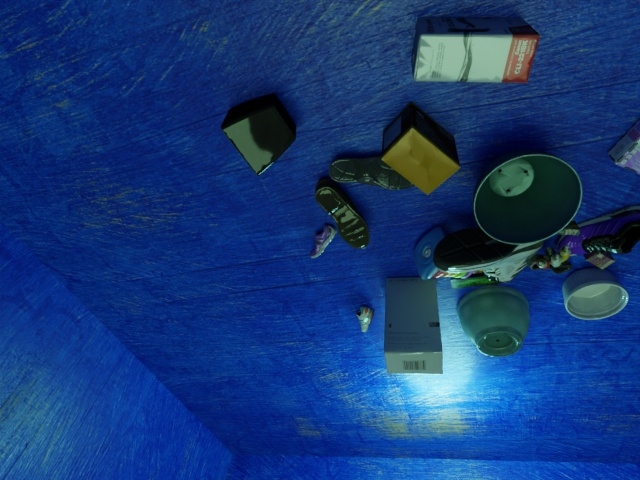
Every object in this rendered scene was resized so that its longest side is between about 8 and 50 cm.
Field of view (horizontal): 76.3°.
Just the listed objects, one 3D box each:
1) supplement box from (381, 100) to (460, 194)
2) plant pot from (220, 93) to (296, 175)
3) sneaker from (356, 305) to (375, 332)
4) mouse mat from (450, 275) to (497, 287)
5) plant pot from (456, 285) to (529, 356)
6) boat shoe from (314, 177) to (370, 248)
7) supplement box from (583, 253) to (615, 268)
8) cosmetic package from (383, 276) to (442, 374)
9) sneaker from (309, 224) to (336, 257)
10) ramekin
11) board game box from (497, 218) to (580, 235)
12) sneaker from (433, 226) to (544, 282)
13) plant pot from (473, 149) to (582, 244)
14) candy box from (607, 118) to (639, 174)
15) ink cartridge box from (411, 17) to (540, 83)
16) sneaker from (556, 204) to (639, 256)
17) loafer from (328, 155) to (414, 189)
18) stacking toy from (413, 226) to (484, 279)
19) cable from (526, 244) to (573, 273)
[{"bbox_3d":[0.300,-0.281,1.234,0.191,0.194,0.129,33,129,-17],"label":"supplement box"},{"bbox_3d":[-0.180,-0.353,1.288,0.167,0.187,0.188,-29,121,15],"label":"plant pot"},{"bbox_3d":[0.204,0.366,1.922,0.075,0.057,0.161,23,135,13],"label":"sneaker"},{"bbox_3d":[0.623,0.167,1.640,0.190,0.007,0.152,-9,157,17],"label":"mouse mat"},{"bbox_3d":[0.734,0.360,1.709,0.293,0.196,0.293,6,132,7],"label":"plant pot"},{"bbox_3d":[0.091,-0.105,1.496,0.111,0.104,0.307,-25,121,18],"label":"boat shoe"},{"bbox_3d":[1.018,0.061,1.493,0.083,0.043,0.055,26,131,-13],"label":"supplement box"},{"bbox_3d":[0.367,0.329,1.630,0.217,0.384,0.156,-4,131,12],"label":"cosmetic package"},{"bbox_3d":[0.000,0.000,1.641,0.071,0.068,0.170,36,121,0],"label":"sneaker"},{"bbox_3d":[1.041,0.198,1.565,0.207,0.109,0.207,5,131,6],"label":"ramekin"},{"bbox_3d":[0.712,-0.074,1.374,0.260,0.136,0.030,3,132,8],"label":"board game box"},{"bbox_3d":[0.586,0.082,1.420,0.448,0.169,0.257,-16,133,-15],"label":"sneaker"},{"bbox_3d":[0.615,-0.160,1.265,0.291,0.195,0.290,5,122,8],"label":"plant pot"},{"bbox_3d":[0.985,-0.286,1.177,0.165,0.070,0.196,20,131,-6],"label":"candy box"},{"bbox_3d":[0.377,-0.488,1.037,0.273,0.197,0.114,3,130,8],"label":"ink cartridge box"},{"bbox_3d":[0.962,-0.003,1.378,0.293,0.146,0.102,-32,118,32],"label":"sneaker"},{"bbox_3d":[0.180,-0.235,1.387,0.303,0.095,0.109,5,101,1],"label":"loafer"},{"bbox_3d":[0.525,0.085,1.563,0.302,0.165,0.175,16,132,-23],"label":"stacking toy"},{"bbox_3d":[0.826,0.094,1.446,0.140,0.072,0.287,-35,141,20],"label":"cable"}]
